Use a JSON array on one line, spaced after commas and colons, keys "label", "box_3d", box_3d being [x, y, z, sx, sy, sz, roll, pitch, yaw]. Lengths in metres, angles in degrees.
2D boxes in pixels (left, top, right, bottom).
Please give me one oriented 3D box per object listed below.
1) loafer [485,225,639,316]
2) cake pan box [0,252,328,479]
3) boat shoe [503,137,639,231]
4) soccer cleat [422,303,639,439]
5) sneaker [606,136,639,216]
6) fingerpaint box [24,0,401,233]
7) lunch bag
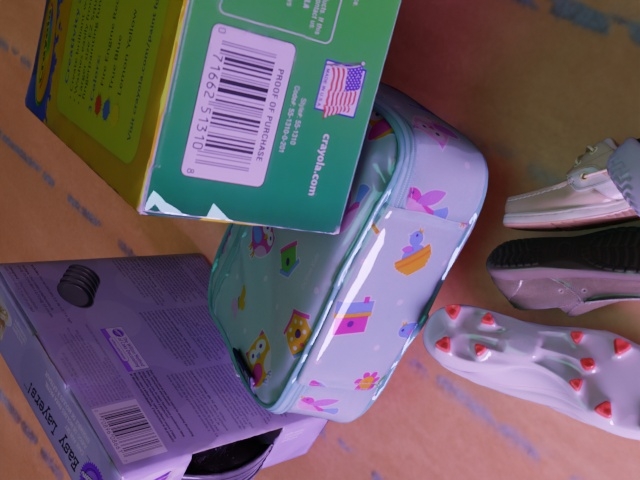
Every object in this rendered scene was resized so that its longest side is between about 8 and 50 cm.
[{"label": "loafer", "box_3d": [0.196, 0.025, 0.563, 0.147, 0.056, 0.050, 1, 128, 34]}, {"label": "cake pan box", "box_3d": [-0.149, 0.118, 0.733, 0.267, 0.245, 0.070, 45, 121, 30]}, {"label": "boat shoe", "box_3d": [0.209, -0.044, 0.547, 0.170, 0.063, 0.059, -11, 80, 31]}, {"label": "soccer cleat", "box_3d": [0.172, 0.095, 0.580, 0.196, 0.076, 0.068, 17, 74, 21]}, {"label": "sneaker", "box_3d": [0.304, -0.013, 0.422, 0.268, 0.101, 0.153, 37, 109, 14]}, {"label": "fingerpaint box", "box_3d": [-0.081, -0.273, 0.613, 0.371, 0.163, 0.445, 31, 110, 54]}, {"label": "lunch bag", "box_3d": [0.000, 0.000, 0.667, 0.224, 0.107, 0.279, 50, 120, 49]}]
